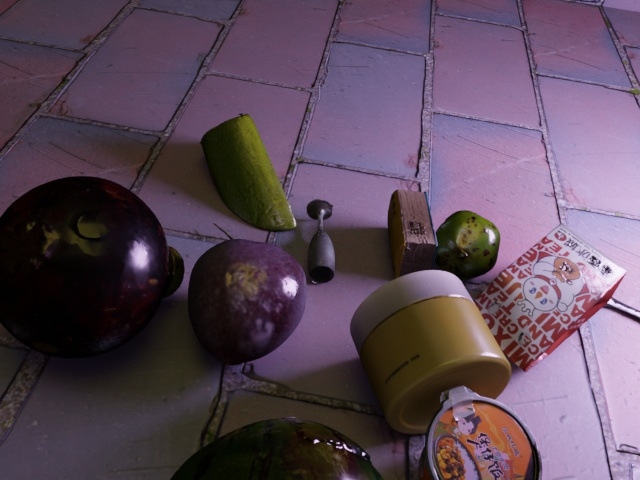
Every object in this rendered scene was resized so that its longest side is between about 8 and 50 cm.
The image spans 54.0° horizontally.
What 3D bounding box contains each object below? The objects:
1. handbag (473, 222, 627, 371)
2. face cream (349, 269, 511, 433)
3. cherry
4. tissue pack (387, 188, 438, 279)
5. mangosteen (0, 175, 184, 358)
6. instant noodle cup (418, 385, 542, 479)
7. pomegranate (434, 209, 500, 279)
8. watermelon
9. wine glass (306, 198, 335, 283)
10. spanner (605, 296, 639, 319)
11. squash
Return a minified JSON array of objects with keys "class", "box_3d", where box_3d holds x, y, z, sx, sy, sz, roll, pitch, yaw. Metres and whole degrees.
[{"class":"handbag","box_3d":[0.427,0.117,1.207,0.298,0.151,0.171,-33,62,-30]},{"class":"face cream","box_3d":[0.178,0.187,1.044,0.218,0.218,0.179,-8,47,-16]},{"class":"cherry","box_3d":[-0.131,0.097,1.120,0.213,0.184,0.266,2,59,6]},{"class":"tissue pack","box_3d":[0.189,-0.010,1.322,0.082,0.120,0.169,1,46,-3]},{"class":"mangosteen","box_3d":[-0.395,0.056,1.091,0.305,0.359,0.306,-5,70,15]},{"class":"instant noodle cup","box_3d":[0.225,0.340,0.948,0.177,0.126,0.208,3,57,-10]},{"class":"pomegranate","box_3d":[0.321,0.001,1.323,0.169,0.122,0.143,-25,80,-42]},{"class":"watermelon","box_3d":[-0.053,0.393,0.720,0.362,0.363,0.363,4,44,-4]},{"class":"wine glass","box_3d":[0.000,0.000,1.323,0.066,0.066,0.198,4,44,-5]},{"class":"spanner","box_3d":[0.677,0.163,1.290,0.254,0.015,0.054,27,47,18]},{"class":"squash","box_3d":[-0.182,-0.126,1.449,0.111,0.203,0.289,-20,86,-27]}]
